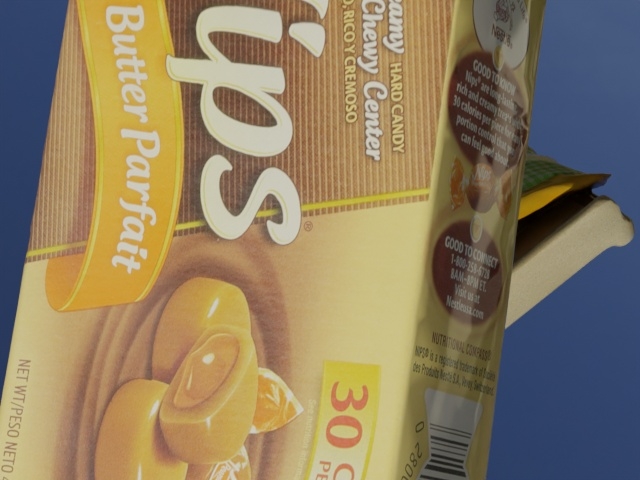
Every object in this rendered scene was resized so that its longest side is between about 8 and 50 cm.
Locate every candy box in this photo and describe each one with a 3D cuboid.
[{"bbox_3d":[-0.019,-0.008,0.720,0.087,0.183,0.316,24,-108,-58],"label":"candy box"}]

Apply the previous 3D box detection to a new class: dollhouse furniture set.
[{"bbox_3d":[0.000,0.000,1.037,0.151,0.301,0.197,56,172,-31],"label":"dollhouse furniture set"}]
